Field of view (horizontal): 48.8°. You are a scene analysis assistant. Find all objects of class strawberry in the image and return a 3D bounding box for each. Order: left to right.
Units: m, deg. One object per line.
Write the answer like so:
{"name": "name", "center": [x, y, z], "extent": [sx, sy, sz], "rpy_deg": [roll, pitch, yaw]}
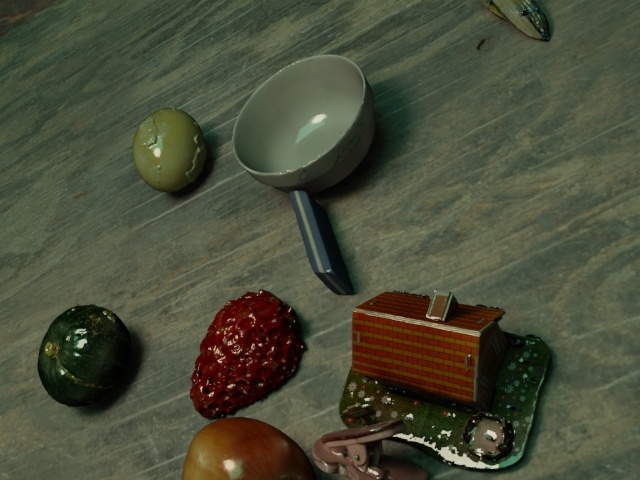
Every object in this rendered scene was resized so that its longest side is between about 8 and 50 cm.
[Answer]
{"name": "strawberry", "center": [-0.146, 0.182, 1.175], "extent": [0.236, 0.111, 0.190], "rpy_deg": [-48, 48, -6]}

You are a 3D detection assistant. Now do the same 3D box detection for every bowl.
{"name": "bowl", "center": [-0.014, -0.201, 1.350], "extent": [0.286, 0.144, 0.287], "rpy_deg": [-18, 49, 21]}

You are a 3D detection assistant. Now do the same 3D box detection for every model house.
{"name": "model house", "center": [0.140, 0.171, 0.966], "extent": [0.293, 0.154, 0.207], "rpy_deg": [7, 61, 36]}

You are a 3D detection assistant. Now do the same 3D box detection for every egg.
{"name": "egg", "center": [-0.333, -0.197, 1.549], "extent": [0.164, 0.164, 0.202], "rpy_deg": [-18, 52, 21]}

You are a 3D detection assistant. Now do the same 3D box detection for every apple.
{"name": "apple", "center": [-0.107, 0.336, 0.988], "extent": [0.199, 0.199, 0.199], "rpy_deg": [-17, 50, 22]}

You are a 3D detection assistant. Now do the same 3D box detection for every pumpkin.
{"name": "pumpkin", "center": [-0.444, 0.213, 1.321], "extent": [0.190, 0.146, 0.190], "rpy_deg": [-18, 48, 20]}

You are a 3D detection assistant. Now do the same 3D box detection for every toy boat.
{"name": "toy boat", "center": [0.372, -0.444, 1.341], "extent": [0.084, 0.066, 0.210], "rpy_deg": [-39, 56, 19]}

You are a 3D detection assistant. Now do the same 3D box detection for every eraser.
{"name": "eraser", "center": [0.000, 0.000, 1.235], "extent": [0.036, 0.082, 0.225], "rpy_deg": [-30, 47, 13]}

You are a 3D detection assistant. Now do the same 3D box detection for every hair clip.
{"name": "hair clip", "center": [0.059, 0.299, 0.936], "extent": [0.138, 0.123, 0.102], "rpy_deg": [-21, 76, 33]}
